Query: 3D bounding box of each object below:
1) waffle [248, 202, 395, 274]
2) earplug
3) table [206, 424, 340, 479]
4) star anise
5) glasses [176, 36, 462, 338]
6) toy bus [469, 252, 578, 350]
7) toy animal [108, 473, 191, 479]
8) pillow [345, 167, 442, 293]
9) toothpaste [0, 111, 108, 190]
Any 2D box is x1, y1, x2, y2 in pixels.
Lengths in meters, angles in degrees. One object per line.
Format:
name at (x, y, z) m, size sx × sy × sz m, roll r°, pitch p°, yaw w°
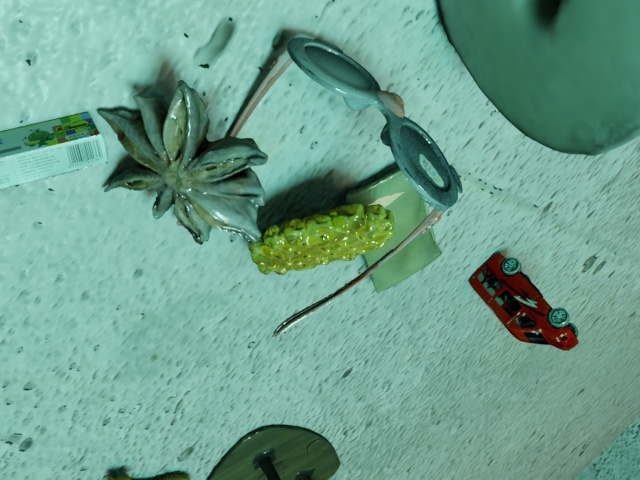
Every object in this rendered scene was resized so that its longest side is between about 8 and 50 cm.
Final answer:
waffle at (0.003, 0.001, 0.806) m, size 0.191 × 0.038 × 0.191 m, roll -11°, pitch 163°, yaw -3°
earplug at (0.358, -0.305, 0.657) m, size 0.394 × 0.312 × 0.313 m, roll -28°, pitch 138°, yaw -16°
table at (-0.049, 0.503, 1.119) m, size 0.317 × 0.249 × 0.317 m, roll -20°, pitch 136°, yaw -20°
star anise at (-0.133, -0.078, 0.638) m, size 0.195 × 0.182 × 0.065 m, roll 106°, pitch 8°, yaw -49°
glasses at (-0.010, -0.056, 0.703) m, size 0.268 × 0.234 × 0.118 m, roll -45°, pitch 176°, yaw 29°
toy bus at (0.340, 0.113, 1.089) m, size 0.089 × 0.195 × 0.081 m, roll -40°, pitch 139°, yaw 7°
toy animal at (-0.257, 0.410, 1.027) m, size 0.181 × 0.073 × 0.136 m, roll 7°, pitch 115°, yaw -35°
pillow at (0.105, -0.013, 0.918) m, size 0.119 × 0.053 × 0.208 m, roll -34°, pitch 135°, yaw -9°
toothpaste at (-0.280, -0.074, 0.594) m, size 0.164 × 0.046 × 0.034 m, roll -19°, pitch 137°, yaw -21°
